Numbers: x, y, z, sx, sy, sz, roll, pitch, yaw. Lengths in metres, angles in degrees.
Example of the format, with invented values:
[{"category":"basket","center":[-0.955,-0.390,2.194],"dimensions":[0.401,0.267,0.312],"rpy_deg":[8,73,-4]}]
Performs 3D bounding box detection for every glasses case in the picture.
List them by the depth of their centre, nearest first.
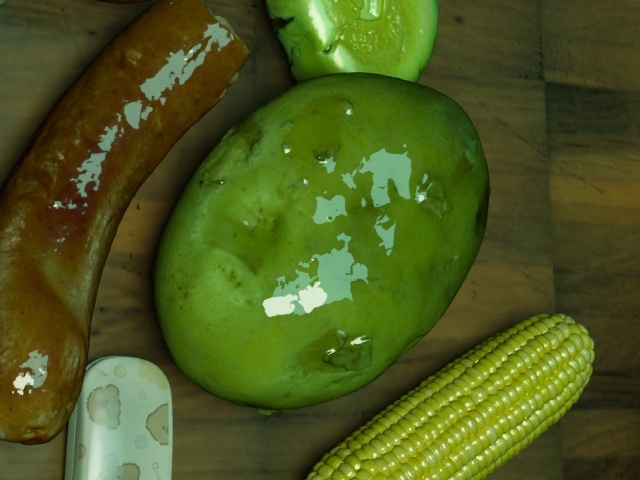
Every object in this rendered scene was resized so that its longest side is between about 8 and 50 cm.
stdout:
[{"category":"glasses case","center":[-0.126,0.154,1.039],"dimensions":[0.063,0.041,0.164],"rpy_deg":[8,79,-30]}]

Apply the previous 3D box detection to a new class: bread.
[{"category":"bread","center":[0.018,-0.158,1.151],"dimensions":[0.139,0.071,0.130],"rpy_deg":[47,66,-19]}]

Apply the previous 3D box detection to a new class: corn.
[{"category":"corn","center":[0.091,0.130,1.150],"dimensions":[0.248,0.081,0.081],"rpy_deg":[-32,100,-30]}]

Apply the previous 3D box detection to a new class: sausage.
[{"category":"sausage","center":[-0.144,-0.020,1.021],"dimensions":[0.302,0.102,0.076],"rpy_deg":[-64,159,-20]}]

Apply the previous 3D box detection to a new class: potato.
[{"category":"potato","center":[0.000,0.000,1.077],"dimensions":[0.253,0.148,0.186],"rpy_deg":[-35,91,-24]}]

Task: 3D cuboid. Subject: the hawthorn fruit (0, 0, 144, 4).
[{"category":"hawthorn fruit","center":[-0.128,-0.219,1.051],"dimensions":[0.189,0.149,0.149],"rpy_deg":[-24,98,10]}]
